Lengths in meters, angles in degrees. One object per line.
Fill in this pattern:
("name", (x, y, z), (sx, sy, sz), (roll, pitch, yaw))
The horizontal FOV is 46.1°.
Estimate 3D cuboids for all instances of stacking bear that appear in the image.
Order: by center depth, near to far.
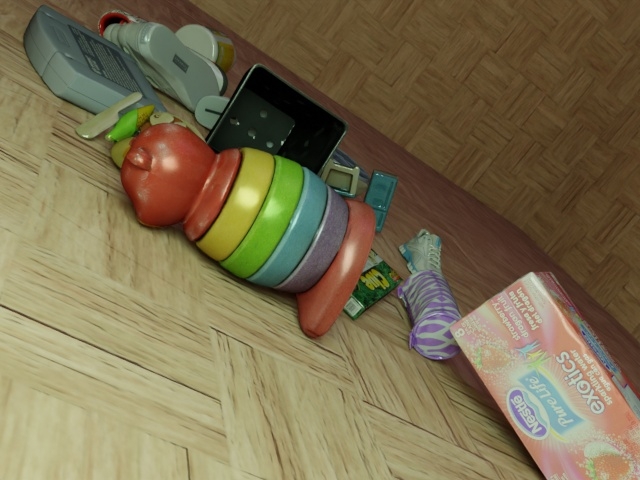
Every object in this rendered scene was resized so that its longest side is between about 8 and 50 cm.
("stacking bear", (-0.096, -0.035, 0.883), (0.289, 0.164, 0.175), (27, 17, -20))

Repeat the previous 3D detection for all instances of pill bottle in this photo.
("pill bottle", (-0.275, -0.456, 1.825), (0.118, 0.117, 0.208), (38, 15, 2))

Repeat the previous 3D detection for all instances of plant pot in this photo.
("plant pot", (-0.098, -0.172, 1.269), (0.188, 0.188, 0.167), (31, 3, -22))

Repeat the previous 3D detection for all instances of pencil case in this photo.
("pencil case", (0.172, 0.112, 1.184), (0.088, 0.086, 0.206), (2, 16, -1))

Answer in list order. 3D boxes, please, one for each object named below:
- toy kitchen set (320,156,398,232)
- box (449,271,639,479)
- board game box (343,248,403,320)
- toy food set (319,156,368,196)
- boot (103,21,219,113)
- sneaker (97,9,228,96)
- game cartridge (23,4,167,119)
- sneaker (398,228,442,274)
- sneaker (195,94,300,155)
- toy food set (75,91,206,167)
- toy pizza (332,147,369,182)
("toy kitchen set", (0.040, -0.085, 1.492), (0.207, 0.122, 0.166), (16, 16, -2))
("box", (0.327, 0.201, 1.010), (0.299, 0.142, 0.154), (58, 20, 16))
("board game box", (0.048, 0.043, 1.173), (0.136, 0.030, 0.260), (47, 17, 7))
("toy food set", (-0.034, -0.233, 1.746), (0.220, 0.092, 0.306), (25, 18, -40))
("boot", (-0.298, -0.328, 1.429), (0.124, 0.095, 0.258), (14, -18, 28))
("sneaker", (-0.322, -0.368, 1.506), (0.270, 0.090, 0.145), (36, 15, 12))
("game cartridge", (-0.360, -0.269, 1.179), (0.198, 0.062, 0.297), (20, 22, -38))
("sneaker", (0.221, 0.031, 1.549), (0.071, 0.083, 0.190), (32, 16, -25))
("sneaker", (-0.110, -0.216, 1.432), (0.258, 0.094, 0.091), (25, 10, 17))
("toy food set", (-0.209, -0.124, 0.984), (0.192, 0.038, 0.132), (39, 52, 5))
("toy pizza", (0.044, -0.208, 1.978), (0.201, 0.032, 0.201), (35, 15, -11))
